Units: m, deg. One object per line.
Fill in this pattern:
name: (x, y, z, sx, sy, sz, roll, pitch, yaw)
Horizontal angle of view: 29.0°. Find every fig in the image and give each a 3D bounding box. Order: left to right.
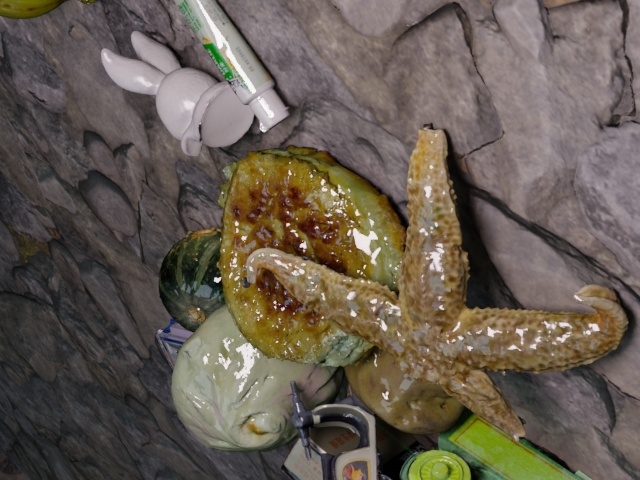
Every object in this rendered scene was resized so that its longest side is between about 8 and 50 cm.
fig: (-0.416, -0.395, 1.808, 0.148, 0.186, 0.142, -44, 42, 42)

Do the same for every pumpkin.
pumpkin: (-0.163, 0.070, 1.949, 0.190, 0.146, 0.190, 6, 131, 7)

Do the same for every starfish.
starfish: (0.134, 0.053, 1.491, 0.432, 0.082, 0.324, 38, 124, 12)

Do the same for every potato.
potato: (0.116, 0.179, 1.718, 0.200, 0.137, 0.155, 27, 112, 35)

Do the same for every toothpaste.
toothpaste: (-0.143, -0.284, 1.622, 0.058, 0.056, 0.314, -35, 92, 20)

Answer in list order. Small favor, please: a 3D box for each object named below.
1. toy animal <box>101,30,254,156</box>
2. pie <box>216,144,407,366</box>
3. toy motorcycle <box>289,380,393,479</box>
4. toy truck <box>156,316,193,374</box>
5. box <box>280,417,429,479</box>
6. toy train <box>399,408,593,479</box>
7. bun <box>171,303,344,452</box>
toy animal: (-0.203, -0.203, 1.735, 0.220, 0.103, 0.131, 31, 146, 31)
pie: (-0.028, 0.017, 1.681, 0.354, 0.103, 0.288, 16, 109, 40)
toy motorcycle: (0.034, 0.308, 1.759, 0.157, 0.263, 0.091, 2, 151, -6)
toy truck: (-0.158, 0.201, 2.120, 0.268, 0.124, 0.155, 3, 122, 54)
box: (0.116, 0.385, 1.878, 0.310, 0.198, 0.084, 39, 118, 20)
toy train: (0.239, 0.363, 1.703, 0.271, 0.188, 0.159, 32, 145, 34)
bun: (-0.081, 0.223, 1.873, 0.179, 0.283, 0.283, -125, 19, -45)
